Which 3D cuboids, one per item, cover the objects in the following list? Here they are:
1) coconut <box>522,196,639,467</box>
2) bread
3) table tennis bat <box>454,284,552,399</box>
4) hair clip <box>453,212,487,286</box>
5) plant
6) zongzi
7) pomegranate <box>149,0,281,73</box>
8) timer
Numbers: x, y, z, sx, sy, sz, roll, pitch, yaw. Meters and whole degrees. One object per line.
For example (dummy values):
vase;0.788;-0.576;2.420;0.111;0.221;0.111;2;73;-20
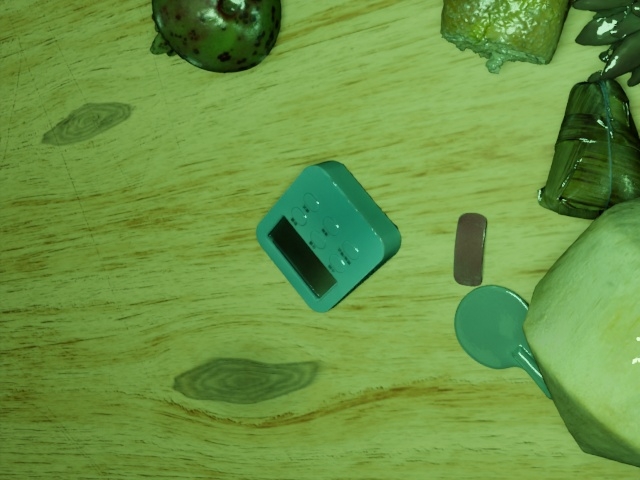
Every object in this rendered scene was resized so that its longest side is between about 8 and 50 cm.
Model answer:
coconut;0.493;0.152;1.001;0.415;0.344;0.416;6;104;25
bread;0.295;-0.385;1.083;0.195;0.176;0.247;21;108;21
table tennis bat;0.345;0.186;1.254;0.237;0.038;0.149;47;114;15
hair clip;0.271;0.018;1.261;0.054;0.022;0.137;9;104;27
plant;0.511;-0.353;0.981;0.320;0.194;0.182;-24;55;18
zongzi;0.489;-0.129;1.098;0.242;0.112;0.221;13;93;0
pomegranate;-0.202;-0.414;1.313;0.242;0.242;0.306;64;157;2
timer;0.000;0.000;1.351;0.232;0.091;0.250;49;119;8
